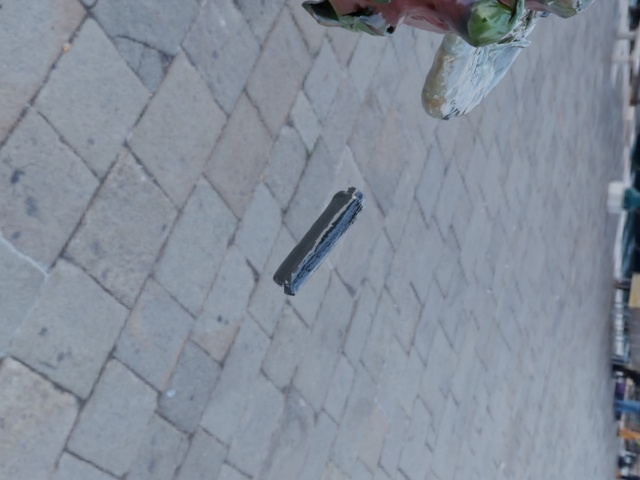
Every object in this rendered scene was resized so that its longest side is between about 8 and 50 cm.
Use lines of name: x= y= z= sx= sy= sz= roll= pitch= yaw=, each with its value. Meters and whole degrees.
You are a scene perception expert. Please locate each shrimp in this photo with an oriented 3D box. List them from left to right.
shrimp: x=0.235 y=-0.294 z=0.961 sx=0.360 sy=0.085 sz=0.246 roll=-47 pitch=163 yaw=-32

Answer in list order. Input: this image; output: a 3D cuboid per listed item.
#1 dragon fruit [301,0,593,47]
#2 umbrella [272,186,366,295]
dragon fruit: x=0.083 y=-0.164 z=0.342 sx=0.236 sy=0.135 sz=0.137 roll=-15 pitch=124 yaw=-22
umbrella: x=-0.001 y=-0.001 z=0.774 sx=0.133 sy=0.036 sz=0.031 roll=-50 pitch=177 yaw=-7
